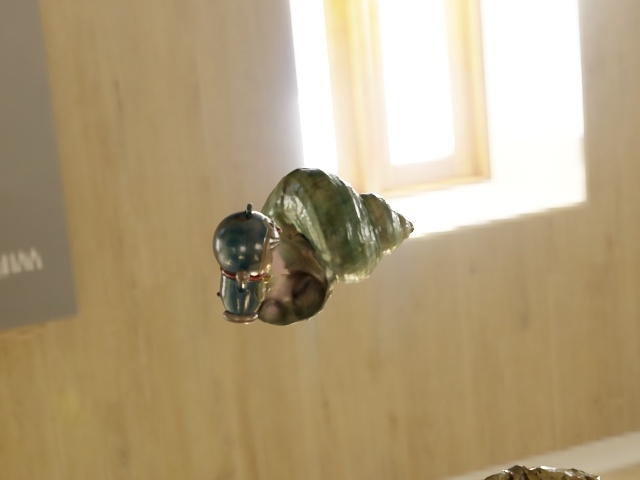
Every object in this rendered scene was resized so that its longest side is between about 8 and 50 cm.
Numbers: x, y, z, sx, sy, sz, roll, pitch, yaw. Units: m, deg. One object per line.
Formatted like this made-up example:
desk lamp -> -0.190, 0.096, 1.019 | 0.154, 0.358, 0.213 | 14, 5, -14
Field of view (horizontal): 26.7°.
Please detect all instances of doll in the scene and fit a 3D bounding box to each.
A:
doll -> -0.095, 0.026, 1.697 | 0.085, 0.152, 0.114 | 4, -162, -5

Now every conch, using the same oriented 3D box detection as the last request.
conch -> 0.000, 0.000, 1.968 | 0.277, 0.220, 0.195 | -14, 179, -3

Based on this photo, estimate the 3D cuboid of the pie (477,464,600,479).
pie -> 0.188, 0.304, 0.914 | 0.085, 0.308, 0.308 | -23, -179, 36
